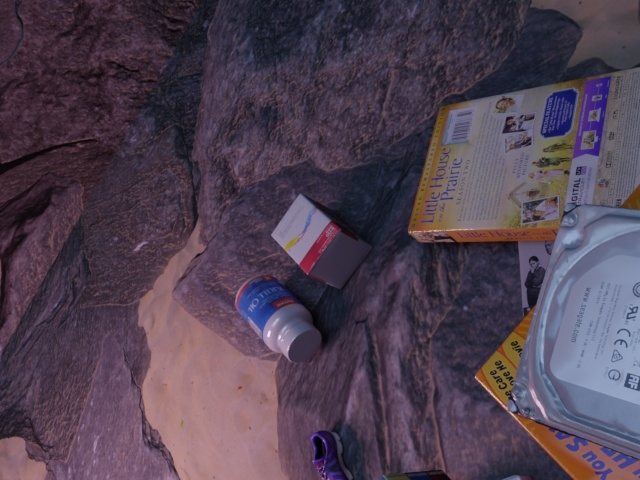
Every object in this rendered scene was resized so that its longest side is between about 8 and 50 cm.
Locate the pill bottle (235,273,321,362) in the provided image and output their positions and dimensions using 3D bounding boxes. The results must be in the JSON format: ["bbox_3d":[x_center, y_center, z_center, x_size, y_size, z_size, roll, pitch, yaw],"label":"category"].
[{"bbox_3d":[-0.094,0.180,1.342,0.221,0.124,0.124,38,98,44],"label":"pill bottle"}]

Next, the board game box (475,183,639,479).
[{"bbox_3d":[0.483,0.174,0.665,0.356,0.356,0.356,-53,46,10],"label":"board game box"}]

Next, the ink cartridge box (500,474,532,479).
[{"bbox_3d":[0.306,0.451,0.912,0.099,0.056,0.135,-34,52,26],"label":"ink cartridge box"}]

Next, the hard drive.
[{"bbox_3d":[0.360,0.098,0.513,0.339,0.064,0.237,13,80,42],"label":"hard drive"}]

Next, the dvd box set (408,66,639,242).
[{"bbox_3d":[0.381,-0.143,1.074,0.420,0.062,0.307,-2,63,43],"label":"dvd box set"}]

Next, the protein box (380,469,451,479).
[{"bbox_3d":[0.170,0.507,0.904,0.201,0.136,0.200,36,111,54],"label":"protein box"}]

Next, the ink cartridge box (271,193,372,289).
[{"bbox_3d":[0.000,0.000,1.333,0.127,0.128,0.176,-55,46,9],"label":"ink cartridge box"}]

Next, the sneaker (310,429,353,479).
[{"bbox_3d":[0.015,0.462,1.158,0.068,0.071,0.170,-39,51,23],"label":"sneaker"}]

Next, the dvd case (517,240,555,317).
[{"bbox_3d":[0.435,0.010,1.011,0.179,0.029,0.238,-14,62,37],"label":"dvd case"}]
